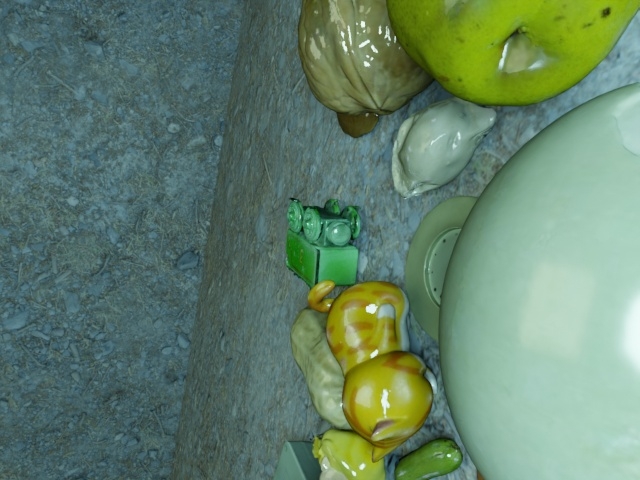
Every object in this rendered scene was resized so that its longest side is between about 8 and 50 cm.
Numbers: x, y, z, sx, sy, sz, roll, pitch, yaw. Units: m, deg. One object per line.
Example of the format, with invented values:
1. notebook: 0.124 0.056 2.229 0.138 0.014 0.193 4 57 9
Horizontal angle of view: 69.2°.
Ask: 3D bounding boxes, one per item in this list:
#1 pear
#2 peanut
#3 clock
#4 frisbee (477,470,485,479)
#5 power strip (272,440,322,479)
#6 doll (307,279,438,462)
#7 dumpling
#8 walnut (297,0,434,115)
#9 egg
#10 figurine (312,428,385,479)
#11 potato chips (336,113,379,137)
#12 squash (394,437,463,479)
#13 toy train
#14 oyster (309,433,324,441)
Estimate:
1. pear: 0.222 -0.305 0.535 0.294 0.294 0.294 -31 55 59
2. peanut: 0.025 0.235 0.929 0.313 0.152 0.152 -126 50 -62
3. clock: 0.215 0.047 0.723 0.235 0.029 0.235 -25 61 59
4. frisbee: 0.271 0.296 0.533 0.251 0.021 0.251 -173 90 -65
5. power strip: -0.064 0.615 1.021 0.229 0.141 0.261 37 113 63
6. doll: 0.095 0.192 0.756 0.167 0.162 0.270 66 -176 -50
7. dumpling: 0.186 -0.159 0.752 0.199 0.118 0.136 -36 49 29
8. walnut: 0.097 -0.377 0.829 0.252 0.277 0.313 60 -151 -80
9. egg: 0.241 0.047 0.367 0.278 0.278 0.336 -153 70 -64
10. figurine: 0.038 0.416 0.801 0.131 0.156 0.246 -43 4 38
11. potato chips: 0.084 -0.317 1.087 0.201 0.049 0.150 38 122 55
12. squash: 0.158 0.352 0.726 0.183 0.052 0.052 121 147 -46
13. toy train: 0.000 0.000 1.083 0.243 0.132 0.188 -146 58 -63
14. oyster: 0.023 0.439 0.969 0.103 0.051 0.148 61 162 -4
